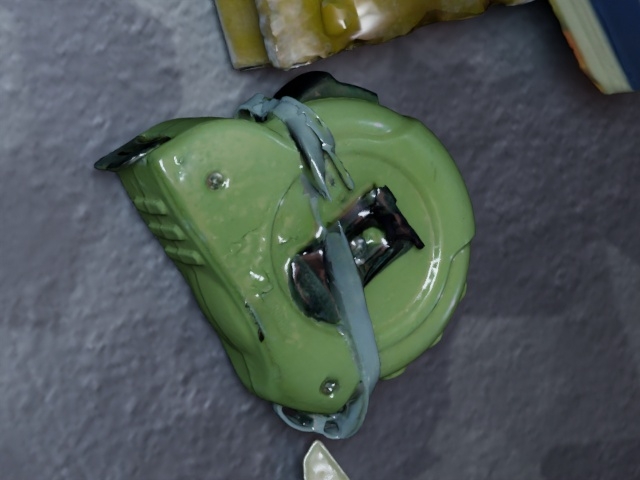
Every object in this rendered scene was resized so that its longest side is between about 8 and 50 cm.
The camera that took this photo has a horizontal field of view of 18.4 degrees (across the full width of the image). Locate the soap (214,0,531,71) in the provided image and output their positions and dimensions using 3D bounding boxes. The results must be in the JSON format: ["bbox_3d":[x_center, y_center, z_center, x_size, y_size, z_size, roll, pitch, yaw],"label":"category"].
[{"bbox_3d":[0.006,-0.224,0.955,0.160,0.080,0.257,-18,101,-25],"label":"soap"}]

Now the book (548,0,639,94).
[{"bbox_3d":[0.146,-0.328,0.974,0.300,0.039,0.428,-43,116,-29],"label":"book"}]

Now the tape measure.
[{"bbox_3d":[0.000,0.000,0.965,0.154,0.087,0.177,-34,108,-19],"label":"tape measure"}]

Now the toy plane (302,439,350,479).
[{"bbox_3d":[-0.020,0.238,0.971,0.242,0.104,0.256,32,73,-8],"label":"toy plane"}]
